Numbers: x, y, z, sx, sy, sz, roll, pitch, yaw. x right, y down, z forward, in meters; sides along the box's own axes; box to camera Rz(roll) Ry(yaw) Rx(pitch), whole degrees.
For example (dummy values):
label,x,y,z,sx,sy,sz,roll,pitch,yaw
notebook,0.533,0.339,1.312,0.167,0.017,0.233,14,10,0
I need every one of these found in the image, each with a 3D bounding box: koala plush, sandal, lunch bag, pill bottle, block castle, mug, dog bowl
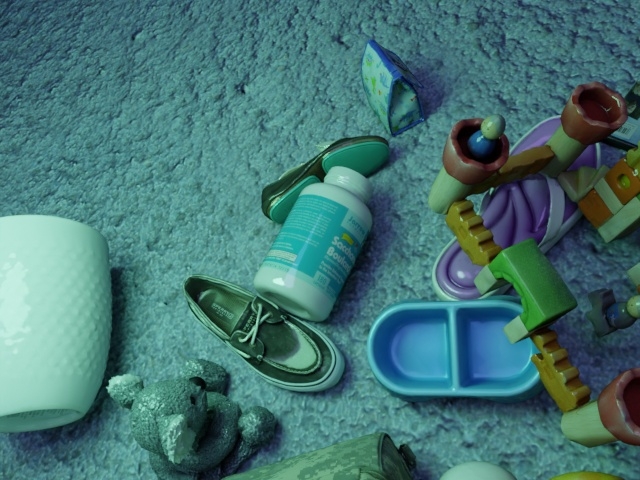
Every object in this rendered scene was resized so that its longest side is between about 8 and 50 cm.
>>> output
label,x,y,z,sx,sy,sz,roll,pitch,yaw
koala plush,-0.219,0.288,0.929,0.196,0.221,0.203,33,77,31
sandal,0.340,-0.060,0.997,0.169,0.102,0.416,29,76,30
lunch bag,-0.012,0.392,0.796,0.305,0.213,0.256,-19,15,10
lunch bag,0.139,-0.309,1.180,0.096,0.151,0.129,-30,56,2
pill bottle,0.000,0.000,1.059,0.146,0.146,0.264,18,70,27
block castle,0.379,0.012,0.790,0.303,0.213,0.453,-19,67,-18
mug,-0.552,0.184,1.105,0.374,0.276,0.328,-33,59,36
dog bowl,0.208,0.166,0.909,0.297,0.074,0.166,-4,78,18

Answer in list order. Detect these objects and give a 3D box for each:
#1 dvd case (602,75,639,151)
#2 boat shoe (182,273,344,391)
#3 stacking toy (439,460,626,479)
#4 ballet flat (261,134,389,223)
label,x,y,z,sx,sy,sz,roll,pitch,yaw
dvd case,0.637,-0.239,1.044,0.180,0.022,0.253,33,76,30
boat shoe,-0.117,0.158,1.027,0.335,0.119,0.121,21,70,28
stacking toy,0.334,0.383,0.672,0.479,0.350,0.351,11,65,41
ballet flat,-0.002,-0.141,1.175,0.280,0.095,0.096,-30,44,2
